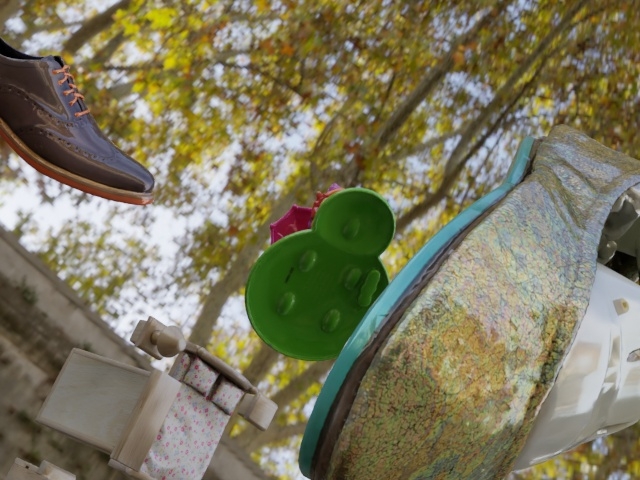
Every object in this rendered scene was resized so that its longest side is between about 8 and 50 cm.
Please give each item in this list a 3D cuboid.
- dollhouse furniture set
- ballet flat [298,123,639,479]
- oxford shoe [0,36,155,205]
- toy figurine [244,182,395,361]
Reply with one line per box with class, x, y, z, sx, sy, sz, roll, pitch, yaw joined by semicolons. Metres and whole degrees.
dollhouse furniture set;-0.183;0.291;1.379;0.174;0.303;0.355;9;-24;43
ballet flat;0.105;0.027;0.469;0.123;0.348;0.123;7;-71;20
oxford shoe;-0.275;-0.132;1.078;0.271;0.097;0.098;33;-78;-6
toy figurine;0.000;0.000;0.986;0.130;0.159;0.173;20;-69;-14
